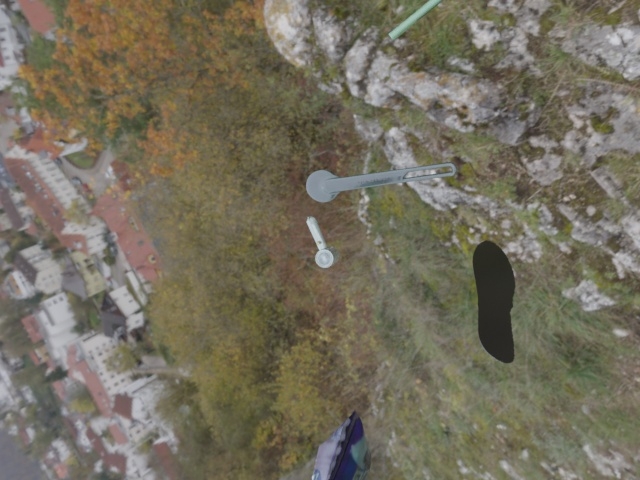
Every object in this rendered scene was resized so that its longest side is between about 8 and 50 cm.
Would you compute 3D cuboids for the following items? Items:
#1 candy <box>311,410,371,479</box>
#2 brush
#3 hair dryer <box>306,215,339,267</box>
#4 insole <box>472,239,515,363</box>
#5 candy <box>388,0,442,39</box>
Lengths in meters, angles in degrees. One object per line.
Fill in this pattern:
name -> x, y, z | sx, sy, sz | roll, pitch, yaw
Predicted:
candy -> 0.022, 0.307, 0.696 | 0.070, 0.145, 0.275 | 17, 155, 11
brush -> 0.104, -0.109, 0.959 | 0.266, 0.027, 0.062 | -6, 115, 14
hair dryer -> 0.000, 0.000, 1.374 | 0.047, 0.082, 0.137 | -25, 90, 14
insole -> 0.336, 0.104, 1.051 | 0.109, 0.322, 0.007 | 29, 131, -9
candy -> 0.205, -0.343, 0.668 | 0.287, 0.084, 0.078 | -36, 58, 17
